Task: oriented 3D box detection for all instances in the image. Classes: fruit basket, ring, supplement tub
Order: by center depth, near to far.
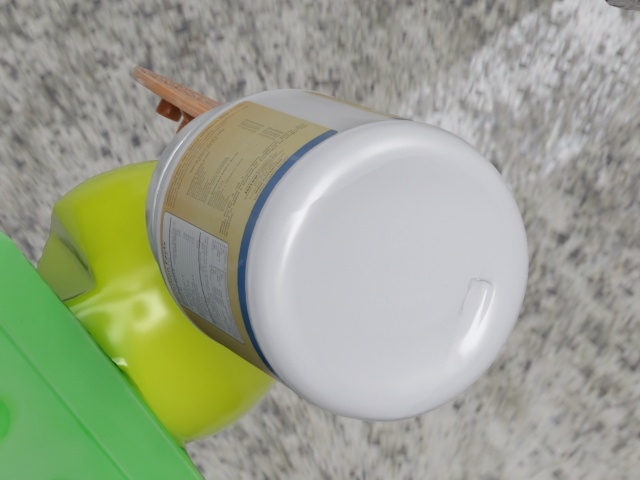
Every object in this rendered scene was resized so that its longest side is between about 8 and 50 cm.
[{"bbox_3d":[0.000,0.000,0.992,0.144,0.200,0.144,-5,103,-23],"label":"supplement tub"},{"bbox_3d":[-0.165,0.070,1.208,0.283,0.392,0.392,12,77,40],"label":"fruit basket"},{"bbox_3d":[0.001,-0.046,1.515,0.337,0.336,0.032,28,93,6],"label":"ring"}]

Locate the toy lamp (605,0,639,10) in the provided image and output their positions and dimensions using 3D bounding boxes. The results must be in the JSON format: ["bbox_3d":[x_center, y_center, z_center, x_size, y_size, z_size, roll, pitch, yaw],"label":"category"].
[{"bbox_3d":[0.181,-0.249,0.936,0.080,0.080,0.274,2,90,2],"label":"toy lamp"}]
